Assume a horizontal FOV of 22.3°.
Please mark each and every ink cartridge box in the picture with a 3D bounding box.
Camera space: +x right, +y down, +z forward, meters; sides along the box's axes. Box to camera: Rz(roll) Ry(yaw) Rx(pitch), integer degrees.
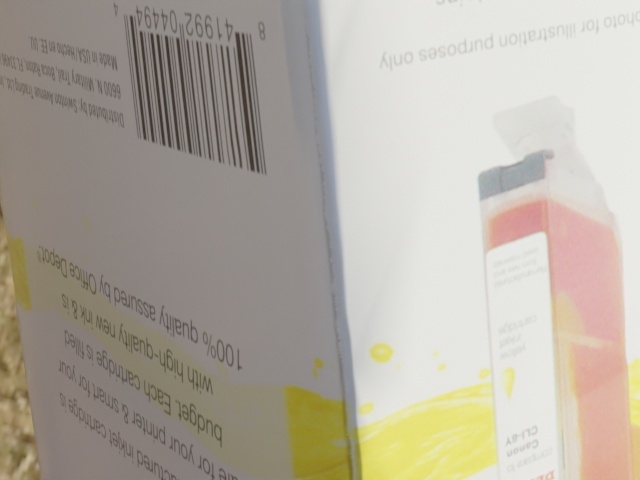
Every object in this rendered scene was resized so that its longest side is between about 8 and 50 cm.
[{"bbox_3d":[0.000,0.000,0.589,0.160,0.385,0.279,-13,18,-28],"label":"ink cartridge box"}]
